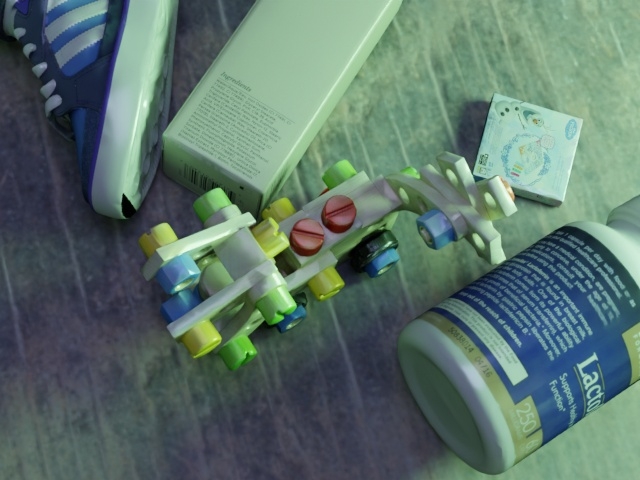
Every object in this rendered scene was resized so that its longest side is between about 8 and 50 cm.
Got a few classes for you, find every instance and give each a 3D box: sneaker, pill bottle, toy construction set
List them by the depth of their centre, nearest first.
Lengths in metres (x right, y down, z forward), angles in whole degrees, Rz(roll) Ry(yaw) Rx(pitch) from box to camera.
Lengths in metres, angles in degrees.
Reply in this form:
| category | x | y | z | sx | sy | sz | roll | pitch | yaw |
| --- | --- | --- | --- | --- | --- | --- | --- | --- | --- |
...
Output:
| category | x | y | z | sx | sy | sz | roll | pitch | yaw |
| --- | --- | --- | --- | --- | --- | --- | --- | --- | --- |
| toy construction set | 0.000 | 0.000 | 1.481 | 0.327 | 0.215 | 0.151 | -17 | 73 | -12 |
| pill bottle | 0.212 | 0.075 | 1.509 | 0.264 | 0.153 | 0.153 | -32 | 76 | -16 |
| sneaker | -0.259 | -0.181 | 1.579 | 0.236 | 0.130 | 0.323 | 4 | 74 | 6 |

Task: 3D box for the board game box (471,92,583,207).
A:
| category | x | y | z | sx | sy | sz | roll | pitch | yaw |
| --- | --- | --- | --- | --- | --- | --- | --- | --- | --- |
| board game box | 0.196 | -0.086 | 1.637 | 0.090 | 0.020 | 0.090 | 17 | 69 | 1 |

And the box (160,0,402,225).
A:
| category | x | y | z | sx | sy | sz | roll | pitch | yaw |
| --- | --- | --- | --- | --- | --- | --- | --- | --- | --- |
| box | -0.032 | -0.159 | 1.600 | 0.113 | 0.094 | 0.275 | 32 | 70 | 5 |
